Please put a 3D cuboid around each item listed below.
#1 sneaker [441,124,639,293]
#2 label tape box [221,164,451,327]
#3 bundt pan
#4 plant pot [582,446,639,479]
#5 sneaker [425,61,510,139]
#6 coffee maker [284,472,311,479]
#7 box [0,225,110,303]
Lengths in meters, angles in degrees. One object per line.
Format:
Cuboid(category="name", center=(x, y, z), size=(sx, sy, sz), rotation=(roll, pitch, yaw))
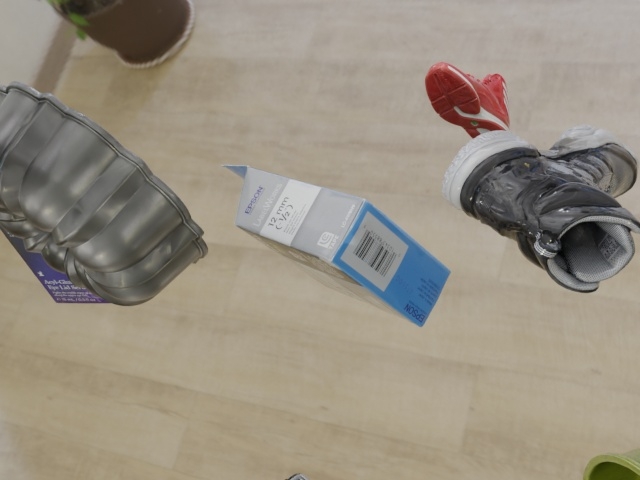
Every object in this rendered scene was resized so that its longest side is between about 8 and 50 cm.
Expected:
Cuboid(category="sneaker", center=(0.246, -0.028, 0.805), size=(0.153, 0.269, 0.101), rotation=(51, 130, 34))
Cuboid(category="label tape box", center=(0.000, 0.000, 1.379), size=(0.348, 0.249, 0.115), rotation=(17, 76, 46))
Cuboid(category="bundt pan", center=(-0.308, -0.037, 1.064), size=(0.331, 0.331, 0.124), rotation=(23, 65, 32))
Cuboid(category="plant pot", center=(0.544, 0.341, 0.935), size=(0.353, 0.366, 0.366), rotation=(-21, 57, -8))
Cuboid(category="sneaker", center=(0.269, -0.272, 1.553), size=(0.087, 0.221, 0.128), rotation=(-19, 45, 35))
Cuboid(category="coffee maker", center=(0.014, 0.457, 1.282), size=(0.178, 0.120, 0.171), rotation=(19, 111, 39))
Cuboid(category="box", center=(-0.385, 0.000, 1.363), size=(0.153, 0.207, 0.108), rotation=(-2, 49, 17))
